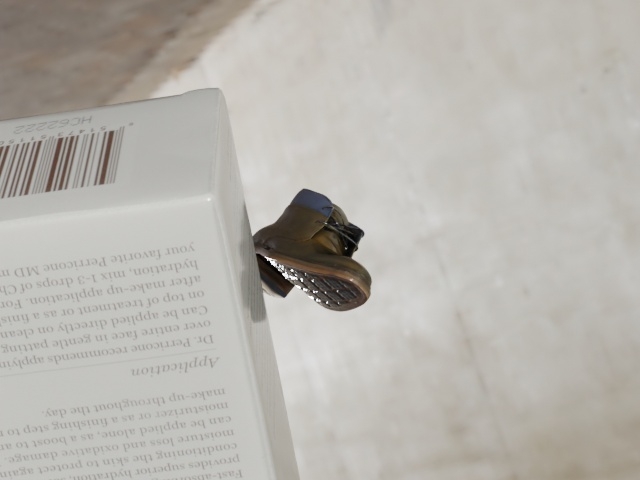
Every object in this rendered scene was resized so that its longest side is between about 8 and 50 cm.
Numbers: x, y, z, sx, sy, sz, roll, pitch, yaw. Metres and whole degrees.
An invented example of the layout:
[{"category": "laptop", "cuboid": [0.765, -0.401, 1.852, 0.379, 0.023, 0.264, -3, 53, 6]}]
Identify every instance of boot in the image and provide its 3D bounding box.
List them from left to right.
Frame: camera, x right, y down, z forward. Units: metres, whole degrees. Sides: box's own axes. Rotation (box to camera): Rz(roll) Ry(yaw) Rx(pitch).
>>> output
[{"category": "boot", "cuboid": [0.000, 0.000, 1.656, 0.106, 0.082, 0.219, -55, -152, -15]}]

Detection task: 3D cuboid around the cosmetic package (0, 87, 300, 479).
[{"category": "cosmetic package", "cuboid": [-0.141, 0.136, 1.264, 0.230, 0.453, 0.161, -7, -149, 3]}]
